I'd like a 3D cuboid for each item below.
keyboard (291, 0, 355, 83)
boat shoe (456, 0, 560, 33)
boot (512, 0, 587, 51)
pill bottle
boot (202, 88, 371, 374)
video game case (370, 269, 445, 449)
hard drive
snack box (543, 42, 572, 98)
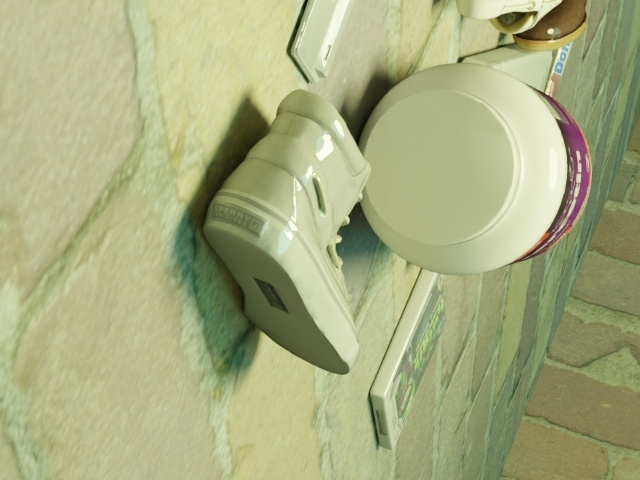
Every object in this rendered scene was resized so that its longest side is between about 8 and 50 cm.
[{"bbox_3d":[0.031,-0.240,0.972,0.256,0.014,0.072,-71,159,-8],"label":"keyboard"},{"bbox_3d":[0.193,-0.257,1.360,0.277,0.098,0.096,-15,123,-61],"label":"boat shoe"},{"bbox_3d":[0.282,-0.363,1.615,0.248,0.090,0.207,-56,145,-43],"label":"boot"},{"bbox_3d":[0.139,-0.062,1.215,0.323,0.181,0.182,-8,115,-73],"label":"pill bottle"},{"bbox_3d":[0.000,0.000,0.960,0.123,0.095,0.258,-60,160,-18],"label":"boot"},{"bbox_3d":[0.108,0.136,1.620,0.173,0.022,0.190,78,33,-61],"label":"video game case"},{"bbox_3d":[0.199,-0.113,1.616,0.353,0.047,0.233,-30,136,-68],"label":"hard drive"},{"bbox_3d":[0.306,-0.264,1.792,0.022,0.064,0.178,16,91,-31],"label":"snack box"}]
